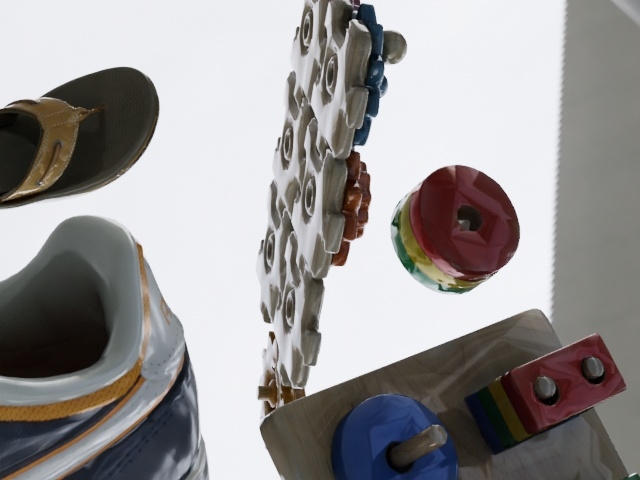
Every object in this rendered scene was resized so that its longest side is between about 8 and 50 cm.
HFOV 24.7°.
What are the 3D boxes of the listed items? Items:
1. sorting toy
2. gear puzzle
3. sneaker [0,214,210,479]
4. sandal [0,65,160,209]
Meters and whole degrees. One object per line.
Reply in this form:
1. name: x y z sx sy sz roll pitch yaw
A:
1. sorting toy: 0.071 0.103 0.503 0.046 0.132 0.274 -42 -111 53
2. gear puzzle: 0.000 0.000 0.944 0.175 0.044 0.339 -113 -151 -60
3. sneaker: -0.185 0.083 0.460 0.126 0.321 0.127 28 -49 45
4. sandal: -0.180 -0.057 0.874 0.180 0.049 0.072 -19 -104 -10
